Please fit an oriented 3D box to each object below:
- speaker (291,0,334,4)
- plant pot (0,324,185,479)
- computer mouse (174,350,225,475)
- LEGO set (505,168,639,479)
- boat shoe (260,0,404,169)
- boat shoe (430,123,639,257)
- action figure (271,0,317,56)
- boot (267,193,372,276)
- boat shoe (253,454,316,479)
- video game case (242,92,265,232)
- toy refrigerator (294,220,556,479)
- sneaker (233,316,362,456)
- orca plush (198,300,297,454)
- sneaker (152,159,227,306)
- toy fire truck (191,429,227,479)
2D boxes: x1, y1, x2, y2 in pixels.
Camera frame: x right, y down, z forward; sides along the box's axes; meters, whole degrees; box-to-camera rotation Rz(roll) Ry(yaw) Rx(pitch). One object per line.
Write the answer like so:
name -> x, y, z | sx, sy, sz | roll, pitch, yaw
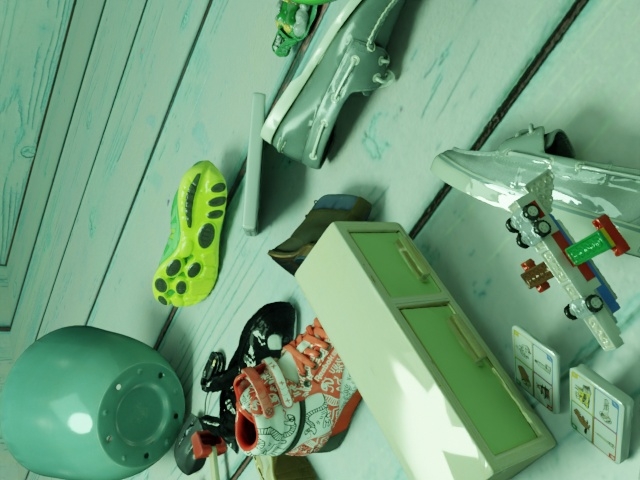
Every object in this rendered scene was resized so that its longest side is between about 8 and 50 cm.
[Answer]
speaker -> 0.016, -0.339, 0.680 | 0.131, 0.131, 0.296 | -58, 5, 32
plant pot -> -0.395, 0.308, 1.164 | 0.235, 0.293, 0.293 | -3, 81, 40
computer mouse -> -0.216, 0.304, 1.104 | 0.071, 0.041, 0.242 | 30, 109, 54
LEGO set -> 0.212, 0.063, 0.449 | 0.182, 0.060, 0.244 | 40, 153, 51
boat shoe -> 0.046, -0.220, 0.792 | 0.099, 0.116, 0.319 | 42, 121, 0
boat shoe -> 0.195, -0.055, 0.545 | 0.227, 0.079, 0.081 | 30, 103, 47
action figure -> -0.029, -0.387, 0.936 | 0.137, 0.063, 0.232 | 40, 120, 47
boot -> 0.000, 0.000, 0.837 | 0.106, 0.082, 0.219 | -56, 18, -12
boat shoe -> -0.052, 0.315, 0.852 | 0.170, 0.063, 0.059 | 56, 132, 56
video game case -> -0.098, -0.106, 0.950 | 0.173, 0.022, 0.191 | 145, 129, -84
toy refrigerator -> 0.091, 0.104, 0.601 | 0.094, 0.102, 0.270 | -55, 52, 33
sneaker -> -0.012, 0.145, 0.742 | 0.090, 0.145, 0.270 | 45, 121, 49
orca plush -> -0.134, 0.206, 0.946 | 0.287, 0.102, 0.151 | -53, 45, 37
sneaker -> -0.226, -0.007, 1.140 | 0.123, 0.109, 0.296 | -102, 30, -63
toy fire truck -> -0.188, 0.427, 1.038 | 0.135, 0.047, 0.192 | -52, 46, 36
